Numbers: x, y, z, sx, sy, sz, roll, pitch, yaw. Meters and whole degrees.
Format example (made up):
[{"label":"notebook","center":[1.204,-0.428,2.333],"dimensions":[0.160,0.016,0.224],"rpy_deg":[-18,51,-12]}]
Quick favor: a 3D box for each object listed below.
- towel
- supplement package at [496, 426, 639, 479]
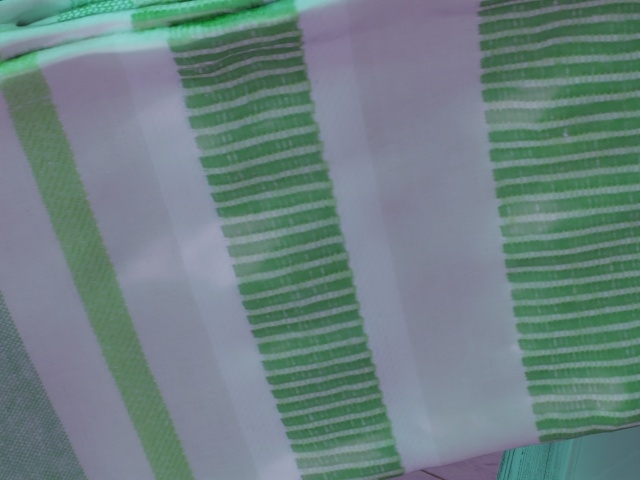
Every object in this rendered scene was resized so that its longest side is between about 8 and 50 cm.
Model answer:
[{"label":"towel","center":[0.017,0.003,0.564],"dimensions":[0.325,0.038,0.248],"rpy_deg":[-14,137,1]},{"label":"supplement package","center":[0.195,0.092,0.861],"dimensions":[0.194,0.149,0.203],"rpy_deg":[16,162,-1]}]
